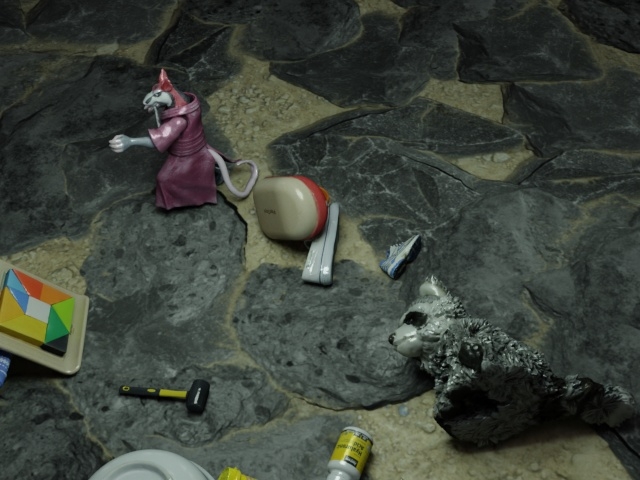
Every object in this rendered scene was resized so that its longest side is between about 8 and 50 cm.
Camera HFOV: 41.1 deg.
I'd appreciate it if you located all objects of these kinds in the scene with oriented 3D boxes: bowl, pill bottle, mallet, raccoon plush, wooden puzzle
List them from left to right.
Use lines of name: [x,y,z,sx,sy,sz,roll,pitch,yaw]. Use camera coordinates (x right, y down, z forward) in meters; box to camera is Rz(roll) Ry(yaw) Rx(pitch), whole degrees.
wooden puzzle: [-0.605,0.154,1.797,0.238,0.044,0.221,26,36,-29]
bowl: [-0.317,0.482,1.500,0.297,0.134,0.298,-2,46,2]
mallet: [-0.319,0.317,1.726,0.189,0.039,0.062,-3,49,7]
pill bottle: [0.051,0.412,1.588,0.065,0.065,0.116,14,50,16]
raccoon plush: [0.355,0.245,1.702,0.446,0.216,0.299,19,28,-19]

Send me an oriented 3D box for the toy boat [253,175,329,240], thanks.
toy boat: [-0.047,-0.084,1.968,0.151,0.151,0.231,-18,11,-27]

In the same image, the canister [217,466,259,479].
canister: [-0.104,0.482,1.482,0.169,0.073,0.126,24,45,-13]

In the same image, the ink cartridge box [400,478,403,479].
ink cartridge box: [0.151,0.499,1.482,0.089,0.092,0.143,-15,46,-9]

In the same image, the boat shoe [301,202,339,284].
boat shoe: [0.000,0.000,1.964,0.075,0.083,0.226,4,48,6]

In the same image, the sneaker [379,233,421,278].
sneaker: [0.182,0.026,1.952,0.058,0.052,0.135,23,52,29]

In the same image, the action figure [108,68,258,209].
action figure: [-0.316,-0.230,2.004,0.275,0.370,0.248,8,48,9]

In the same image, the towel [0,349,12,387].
towel: [-0.736,0.161,1.739,0.243,0.040,0.336,28,19,-21]
